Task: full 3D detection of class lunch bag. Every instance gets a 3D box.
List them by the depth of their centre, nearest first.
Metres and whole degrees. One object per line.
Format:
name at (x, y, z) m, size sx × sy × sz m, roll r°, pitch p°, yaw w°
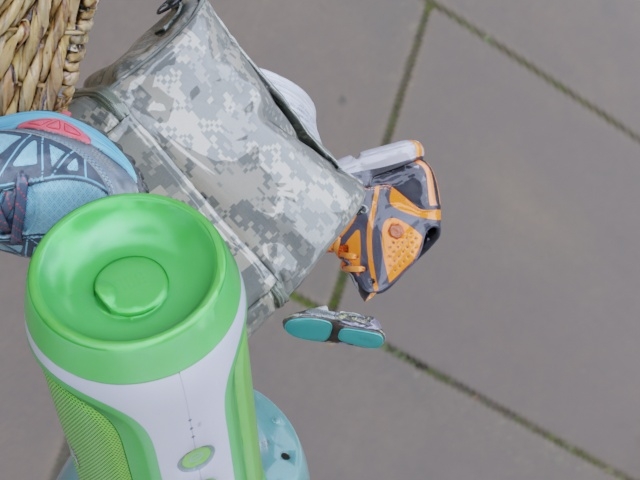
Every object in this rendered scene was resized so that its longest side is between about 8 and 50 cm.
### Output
lunch bag at (-0.124, -0.063, 1.351) m, size 0.256 × 0.212 × 0.305 m, roll -44°, pitch 108°, yaw -12°

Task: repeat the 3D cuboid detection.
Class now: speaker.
speaker at (-0.100, 0.105, 0.832) m, size 0.131 × 0.296 × 0.131 m, roll -1°, pitch 52°, yaw 1°

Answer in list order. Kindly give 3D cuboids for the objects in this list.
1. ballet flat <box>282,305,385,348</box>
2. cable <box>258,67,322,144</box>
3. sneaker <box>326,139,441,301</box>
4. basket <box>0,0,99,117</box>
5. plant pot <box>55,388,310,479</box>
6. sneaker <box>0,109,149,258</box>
ballet flat at (0.013, 0.090, 1.451) m, size 0.114 × 0.041 × 0.041 m, roll 11°, pitch 64°, yaw -13°
cable at (-0.127, -0.134, 1.783) m, size 0.257 × 0.257 × 0.089 m, roll 12°, pitch 58°, yaw -24°
sneaker at (0.000, 0.000, 1.692) m, size 0.321 × 0.124 × 0.180 m, roll -17°, pitch 88°, yaw 4°
basket at (-0.323, -0.229, 1.062) m, size 0.223 × 0.213 × 0.299 m, roll 7°, pitch 25°, yaw -31°
plant pot at (-0.141, 0.282, 1.414) m, size 0.293 × 0.235 × 0.293 m, roll 16°, pitch 38°, yaw -13°
sneaker at (-0.237, -0.021, 0.838) m, size 0.262 × 0.104 × 0.125 m, roll 10°, pitch 30°, yaw 11°
